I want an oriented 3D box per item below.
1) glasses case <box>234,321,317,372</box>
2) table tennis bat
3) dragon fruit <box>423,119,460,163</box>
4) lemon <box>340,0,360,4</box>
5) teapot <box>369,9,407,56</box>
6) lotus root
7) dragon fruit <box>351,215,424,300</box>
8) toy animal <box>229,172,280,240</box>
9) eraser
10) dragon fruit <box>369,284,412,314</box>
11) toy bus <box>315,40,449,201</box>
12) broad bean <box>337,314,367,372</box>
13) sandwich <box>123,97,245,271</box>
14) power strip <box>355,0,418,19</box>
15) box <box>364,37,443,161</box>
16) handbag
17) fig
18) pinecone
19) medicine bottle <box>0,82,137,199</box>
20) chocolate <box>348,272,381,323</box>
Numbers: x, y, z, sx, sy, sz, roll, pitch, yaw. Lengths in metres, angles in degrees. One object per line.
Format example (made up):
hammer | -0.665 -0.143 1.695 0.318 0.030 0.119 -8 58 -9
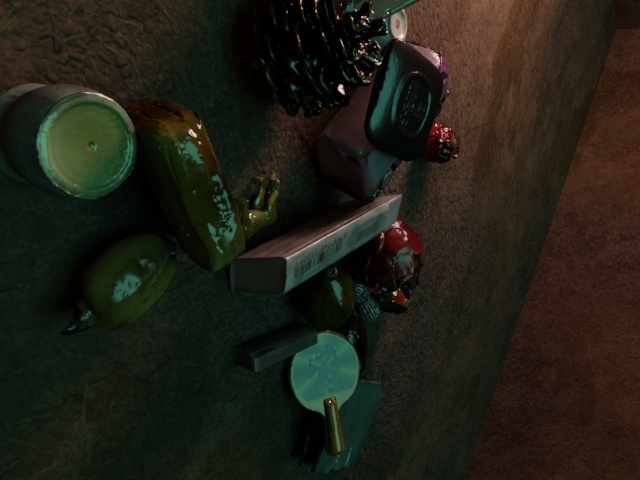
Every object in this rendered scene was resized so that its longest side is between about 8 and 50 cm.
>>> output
glasses case | -0.099 0.243 1.162 0.205 0.071 0.047 -13 108 -48
table tennis bat | 0.017 0.388 1.281 0.199 0.050 0.320 -7 88 -23
dragon fruit | 0.363 -0.299 1.513 0.142 0.121 0.130 -30 135 -72
lemon | 0.033 -0.558 0.967 0.184 0.184 0.248 -20 126 -46
teapot | 0.137 -0.518 1.179 0.159 0.116 0.245 -44 128 -18
lotus root | -0.319 0.071 0.792 0.221 0.118 0.125 -48 135 -30
dragon fruit | 0.183 0.044 1.326 0.193 0.192 0.274 -37 101 7
toy animal | -0.137 -0.054 1.028 0.181 0.073 0.136 -42 141 -51
eraser | -0.001 0.000 1.104 0.397 0.213 0.082 -29 108 -42
dragon fruit | 0.206 0.167 1.492 0.175 0.139 0.142 -63 169 -47
toy bus | 0.157 -0.289 1.148 0.386 0.171 0.162 -53 164 -16
broad bean | 0.084 0.289 1.393 0.114 0.085 0.165 -37 125 -61
sandwich | -0.217 -0.085 0.785 0.087 0.226 0.251 -32 124 -24
power strip | 0.117 -0.514 1.086 0.272 0.052 0.078 -30 108 -4
box | 0.172 -0.277 1.017 0.201 0.042 0.212 11 99 -46
handbag | 0.056 0.513 1.431 0.269 0.100 0.274 24 84 -55
fig | 0.003 0.106 1.149 0.151 0.151 0.259 -58 156 -20
pinecone | -0.010 -0.347 0.931 0.243 0.257 0.243 -49 150 -42
medicine bottle | -0.345 -0.134 0.669 0.147 0.143 0.147 -29 127 -47
chocolate | 0.110 0.158 1.367 0.072 0.072 0.167 -44 112 -33
